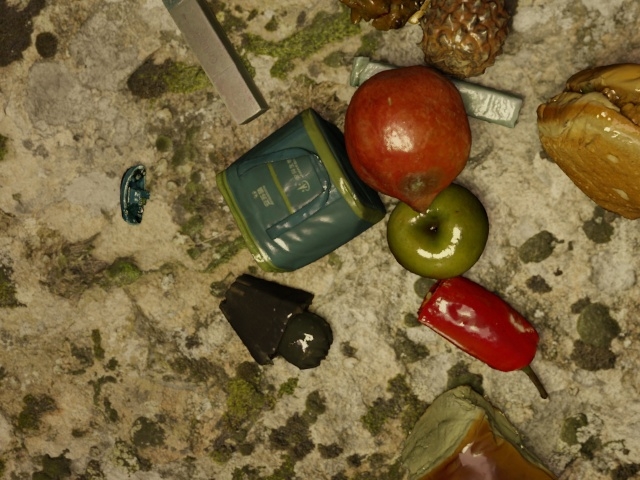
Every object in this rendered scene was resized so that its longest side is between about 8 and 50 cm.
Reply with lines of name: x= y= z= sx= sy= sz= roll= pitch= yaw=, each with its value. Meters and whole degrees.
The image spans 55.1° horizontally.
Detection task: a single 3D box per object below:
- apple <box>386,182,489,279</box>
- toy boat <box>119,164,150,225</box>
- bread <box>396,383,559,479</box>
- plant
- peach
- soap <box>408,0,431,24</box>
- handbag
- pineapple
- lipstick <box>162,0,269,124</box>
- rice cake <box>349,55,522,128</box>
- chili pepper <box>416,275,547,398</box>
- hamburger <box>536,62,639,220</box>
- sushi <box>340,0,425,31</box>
apple: x=0.230 y=-0.017 z=1.194 sx=0.197 sy=0.157 sz=0.196 roll=0 pitch=90 yaw=19
toy boat: x=-0.409 y=-0.101 z=1.361 sx=0.061 sy=0.060 sz=0.137 roll=11 pitch=99 yaw=29
bread: x=0.327 y=0.474 z=1.258 sx=0.279 sy=0.225 sz=0.250 roll=36 pitch=108 yaw=-3
plant: x=-0.092 y=0.178 z=1.320 sx=0.256 sy=0.142 sz=0.164 roll=30 pitch=106 yaw=7
peach: x=0.154 y=-0.171 z=1.095 sx=0.233 sy=0.232 sz=0.256 roll=-3 pitch=88 yaw=12
soap: x=0.195 y=-0.459 z=1.179 sx=0.034 sy=0.012 sz=0.089 roll=32 pitch=107 yaw=3
handbag: x=-0.038 y=-0.093 z=1.196 sx=0.241 sy=0.222 sz=0.263 roll=-33 pitch=79 yaw=16
pineapple: x=0.263 y=-0.398 z=1.113 sx=0.166 sy=0.166 sz=0.193 roll=18 pitch=76 yaw=7
lipstick: x=-0.218 y=-0.389 z=1.250 sx=0.066 sy=0.068 sz=0.317 roll=-30 pitch=95 yaw=15
rice cake: x=0.220 y=-0.290 z=1.187 sx=0.337 sy=0.063 sz=0.066 roll=17 pitch=110 yaw=7
chili pepper: x=0.363 y=0.197 z=1.233 sx=0.338 sy=0.134 sz=0.131 roll=36 pitch=104 yaw=3
hamburger: x=0.516 y=-0.160 z=1.036 sx=0.174 sy=0.304 sz=0.284 roll=-41 pitch=101 yaw=7
sushi: x=0.101 y=-0.504 z=1.100 sx=0.200 sy=0.213 sz=0.203 roll=29 pitch=100 yaw=41
